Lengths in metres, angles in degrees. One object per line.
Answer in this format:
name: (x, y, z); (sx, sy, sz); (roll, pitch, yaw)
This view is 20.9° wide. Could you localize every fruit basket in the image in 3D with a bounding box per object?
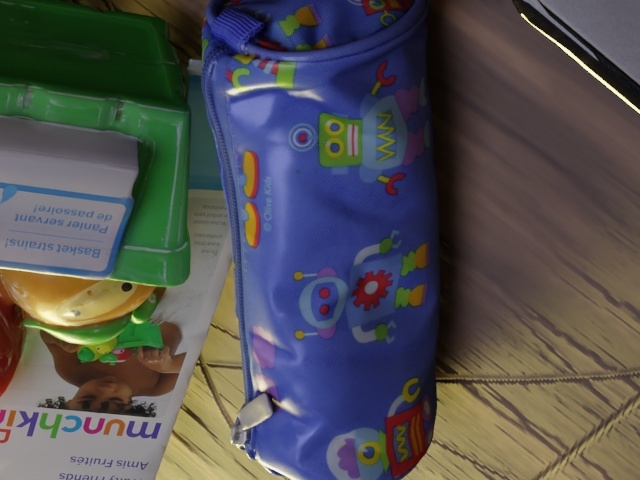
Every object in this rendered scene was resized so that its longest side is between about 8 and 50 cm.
fruit basket: (-0.212, 0.027, 1.044); (0.165, 0.327, 0.353); (-115, 39, -55)

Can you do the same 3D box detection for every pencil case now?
pencil case: (0.000, 0.000, 0.981); (0.119, 0.133, 0.306); (32, 133, 49)

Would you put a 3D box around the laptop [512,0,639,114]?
laptop: (0.346, -0.127, 0.503); (0.382, 0.408, 0.236); (39, 167, -6)
